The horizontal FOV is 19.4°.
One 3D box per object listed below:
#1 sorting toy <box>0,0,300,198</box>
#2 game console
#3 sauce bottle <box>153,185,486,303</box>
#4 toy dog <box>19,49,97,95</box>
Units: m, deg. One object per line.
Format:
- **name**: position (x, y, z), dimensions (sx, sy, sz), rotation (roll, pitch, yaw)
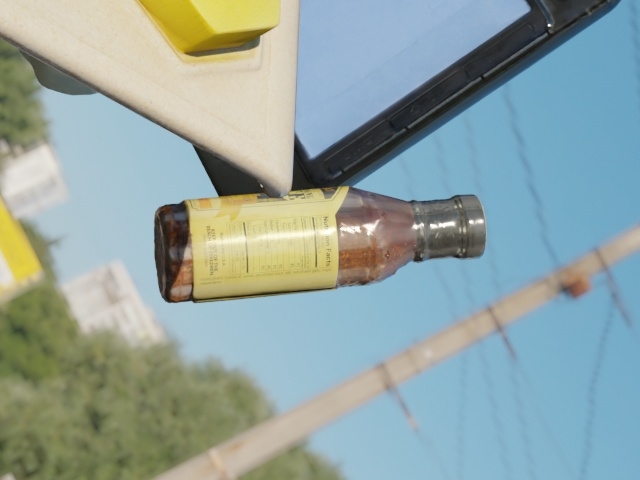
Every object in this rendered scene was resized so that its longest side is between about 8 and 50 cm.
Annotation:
- **sorting toy**: position (-0.064, -0.136, 0.576), dimensions (0.208, 0.038, 0.193), rotation (32, 50, -44)
- **game console**: position (-0.007, -0.191, 1.127), dimensions (0.250, 0.293, 0.173), rotation (62, 13, 27)
- **sauce bottle**: position (0.000, 0.000, 0.728), dimensions (0.042, 0.128, 0.042), rotation (175, -90, -77)
- **toy dog**: position (-0.183, -0.354, 1.356), dimensions (0.284, 0.395, 0.408), rotation (37, -24, 6)
